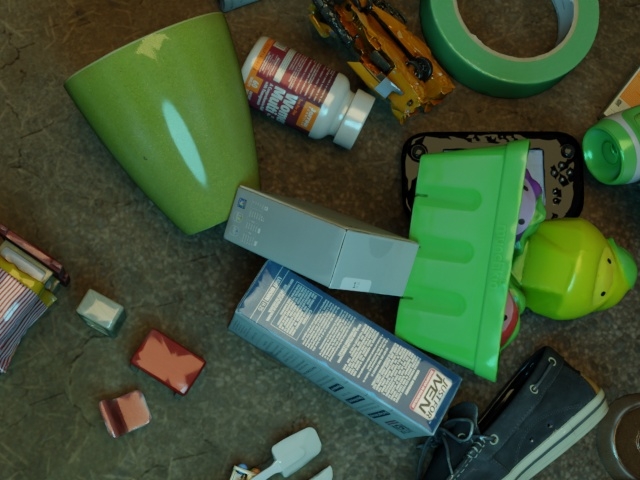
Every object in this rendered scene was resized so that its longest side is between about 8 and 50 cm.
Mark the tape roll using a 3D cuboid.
[{"bbox_3d":[0.347,-0.423,1.643,0.321,0.077,0.321,2,76,-9],"label":"tape roll"}]

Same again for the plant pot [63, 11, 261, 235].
[{"bbox_3d":[-0.214,-0.168,1.417,0.275,0.275,0.293,-27,98,-14],"label":"plant pot"}]

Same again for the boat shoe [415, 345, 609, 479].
[{"bbox_3d":[0.234,0.338,1.396,0.500,0.187,0.156,-33,82,-21],"label":"boat shoe"}]

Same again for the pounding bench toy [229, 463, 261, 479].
[{"bbox_3d":[-0.106,0.389,1.392,0.083,0.052,0.065,21,74,-4],"label":"pounding bench toy"}]

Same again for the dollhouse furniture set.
[{"bbox_3d":[-0.380,0.163,1.349,0.374,0.152,0.201,32,74,-1],"label":"dollhouse furniture set"}]

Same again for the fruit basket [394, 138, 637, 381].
[{"bbox_3d":[0.325,0.038,1.419,0.392,0.283,0.392,-1,87,12],"label":"fruit basket"}]

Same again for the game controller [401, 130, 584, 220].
[{"bbox_3d":[0.299,-0.106,1.554,0.319,0.067,0.166,-1,76,-3],"label":"game controller"}]

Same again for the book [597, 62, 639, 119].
[{"bbox_3d":[0.598,-0.254,1.666,0.096,0.035,0.144,41,75,-2],"label":"book"}]

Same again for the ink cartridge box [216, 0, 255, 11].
[{"bbox_3d":[-0.124,-0.577,1.613,0.239,0.060,0.275,-24,82,-12],"label":"ink cartridge box"}]

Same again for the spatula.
[{"bbox_3d":[-0.074,0.414,1.369,0.242,0.019,0.168,-28,101,-27],"label":"spatula"}]

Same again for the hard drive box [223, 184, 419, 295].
[{"bbox_3d":[0.000,0.000,1.354,0.181,0.232,0.089,10,99,-49],"label":"hard drive box"}]

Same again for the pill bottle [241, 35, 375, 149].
[{"bbox_3d":[-0.026,-0.247,1.518,0.221,0.121,0.121,26,74,-2],"label":"pill bottle"}]

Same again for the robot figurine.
[{"bbox_3d":[0.095,-0.341,1.550,0.291,0.085,0.211,49,36,8],"label":"robot figurine"}]

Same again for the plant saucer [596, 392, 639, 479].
[{"bbox_3d":[0.555,0.344,1.520,0.169,0.029,0.168,2,76,-9],"label":"plant saucer"}]

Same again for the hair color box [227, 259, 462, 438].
[{"bbox_3d":[0.031,0.176,1.401,0.347,0.174,0.105,33,73,-1],"label":"hair color box"}]

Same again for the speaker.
[{"bbox_3d":[0.617,-0.193,1.585,0.297,0.131,0.131,-20,81,-18],"label":"speaker"}]

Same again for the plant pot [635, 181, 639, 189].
[{"bbox_3d":[0.755,0.002,1.492,0.341,0.341,0.334,-20,88,-13],"label":"plant pot"}]
